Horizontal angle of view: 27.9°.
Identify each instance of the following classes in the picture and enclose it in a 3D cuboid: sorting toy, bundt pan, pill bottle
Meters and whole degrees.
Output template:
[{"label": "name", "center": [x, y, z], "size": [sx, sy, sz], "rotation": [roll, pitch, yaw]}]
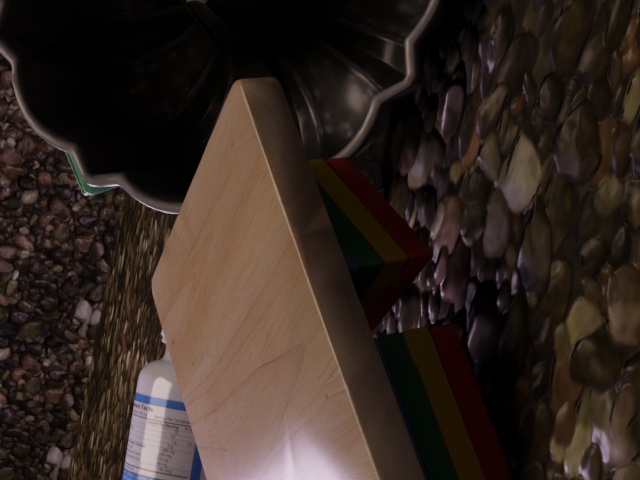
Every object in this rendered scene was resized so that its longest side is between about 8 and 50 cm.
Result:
[{"label": "sorting toy", "center": [-0.002, 0.075, 0.754], "size": [0.257, 0.089, 0.255], "rotation": [122, 133, -57]}, {"label": "bundt pan", "center": [-0.057, -0.178, 0.889], "size": [0.124, 0.331, 0.330], "rotation": [4, -84, -70]}, {"label": "pill bottle", "center": [-0.112, 0.177, 1.177], "size": [0.124, 0.124, 0.221], "rotation": [170, 110, -75]}]

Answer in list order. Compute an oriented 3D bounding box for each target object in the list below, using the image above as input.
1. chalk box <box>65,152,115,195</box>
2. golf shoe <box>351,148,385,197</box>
[{"label": "chalk box", "center": [-0.144, -0.157, 1.145], "size": [0.289, 0.180, 0.179], "rotation": [-64, -46, -80]}, {"label": "golf shoe", "center": [0.000, 0.000, 0.978], "size": [0.086, 0.069, 0.176], "rotation": [-97, 22, -66]}]
